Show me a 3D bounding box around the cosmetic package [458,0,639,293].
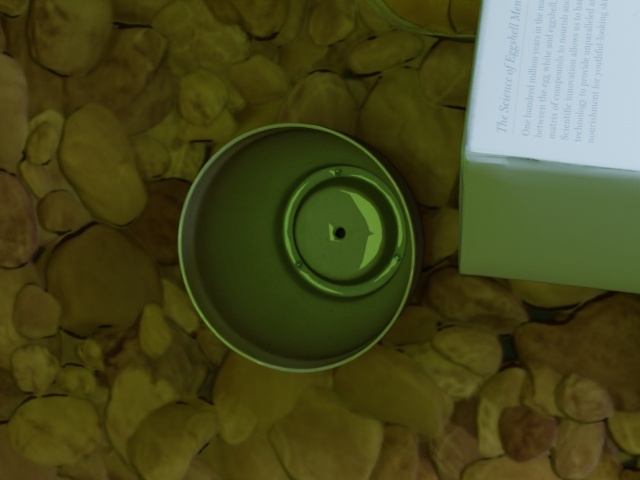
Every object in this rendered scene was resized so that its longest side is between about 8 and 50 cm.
[{"bbox_3d":[0.197,-0.094,0.992,0.225,0.138,0.224,7,62,6],"label":"cosmetic package"}]

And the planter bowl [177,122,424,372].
[{"bbox_3d":[0.000,0.000,1.214,0.162,0.109,0.162,2,96,19],"label":"planter bowl"}]

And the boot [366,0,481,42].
[{"bbox_3d":[0.132,-0.205,1.158,0.295,0.104,0.211,43,102,5],"label":"boot"}]
